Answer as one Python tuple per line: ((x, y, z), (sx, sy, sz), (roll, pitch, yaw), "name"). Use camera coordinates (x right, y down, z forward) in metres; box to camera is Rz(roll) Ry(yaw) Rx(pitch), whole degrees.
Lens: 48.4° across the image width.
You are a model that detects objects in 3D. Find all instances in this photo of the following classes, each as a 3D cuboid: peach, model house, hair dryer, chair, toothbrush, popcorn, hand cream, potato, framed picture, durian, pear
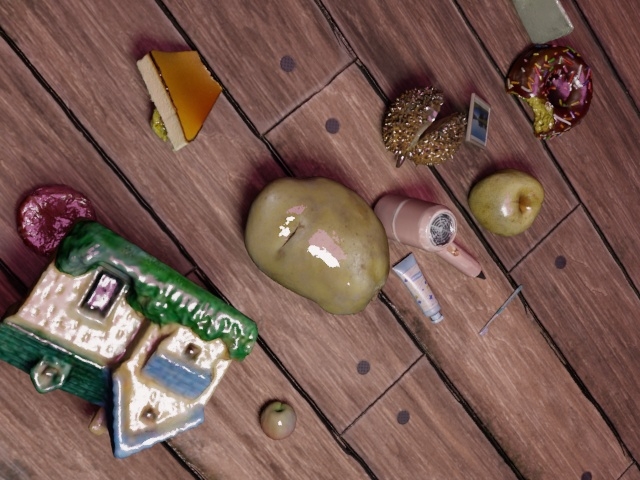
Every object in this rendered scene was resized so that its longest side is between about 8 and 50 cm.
((-0.093, 0.394, 1.550), (0.083, 0.083, 0.083), (-1, 94, -20), "peach")
((-0.375, 0.191, 1.301), (0.382, 0.334, 0.343), (35, 80, -17), "model house")
((0.291, 0.013, 1.628), (0.344, 0.189, 0.107), (32, 83, -34), "hair dryer")
((0.428, -0.591, 1.631), (0.186, 0.160, 0.319), (-23, 99, -20), "chair")
((0.450, 0.174, 1.769), (0.167, 0.011, 0.014), (-47, 112, -11), "toothbrush")
((-0.312, -0.241, 1.429), (0.068, 0.060, 0.083), (0, 121, 9), "popcorn")
((0.235, 0.118, 1.671), (0.065, 0.043, 0.171), (-36, 100, -20), "hand cream")
((0.000, 0.000, 1.481), (0.326, 0.221, 0.243), (30, 75, -7), "potato")
((0.369, -0.274, 1.658), (0.149, 0.011, 0.109), (2, 94, -63), "framed picture")
((0.226, -0.243, 1.595), (0.195, 0.167, 0.196), (0, 94, 6), "durian")
((0.440, -0.092, 1.682), (0.167, 0.136, 0.167), (-3, 97, -23), "pear")

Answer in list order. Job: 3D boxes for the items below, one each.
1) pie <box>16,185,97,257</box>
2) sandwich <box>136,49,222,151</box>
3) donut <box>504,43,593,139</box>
((-0.513, -0.037, 1.386), (0.153, 0.038, 0.154), (-2, 96, -22), "pie")
((-0.260, -0.282, 1.419), (0.162, 0.058, 0.193), (-20, 87, -53), "sandwich")
((0.571, -0.367, 1.730), (0.216, 0.096, 0.230), (-32, 103, -15), "donut")
